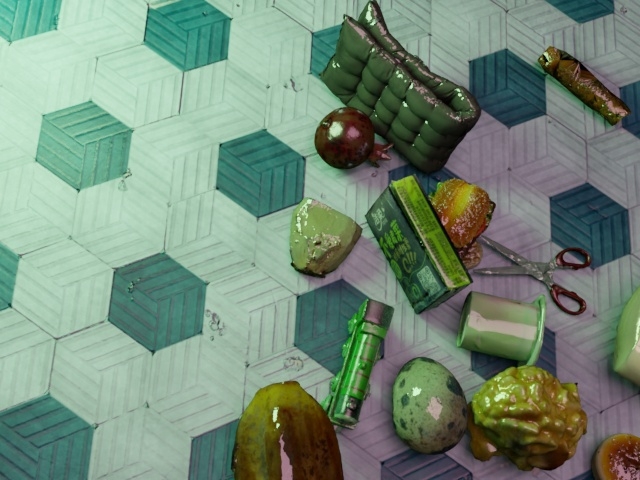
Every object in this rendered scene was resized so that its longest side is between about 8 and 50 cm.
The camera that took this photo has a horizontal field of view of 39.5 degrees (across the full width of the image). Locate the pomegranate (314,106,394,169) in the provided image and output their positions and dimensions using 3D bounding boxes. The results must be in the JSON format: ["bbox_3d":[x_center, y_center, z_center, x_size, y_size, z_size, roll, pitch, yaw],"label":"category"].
[{"bbox_3d":[0.065,-0.191,1.783,0.159,0.129,0.129,38,70,-5],"label":"pomegranate"}]

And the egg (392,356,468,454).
[{"bbox_3d":[0.196,0.300,1.629,0.141,0.141,0.181,-4,64,-11],"label":"egg"}]

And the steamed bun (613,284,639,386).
[{"bbox_3d":[0.680,0.183,1.744,0.200,0.155,0.250,26,74,3],"label":"steamed bun"}]

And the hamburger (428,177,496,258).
[{"bbox_3d":[0.265,-0.051,1.773,0.137,0.087,0.166,26,62,19],"label":"hamburger"}]

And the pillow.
[{"bbox_3d":[0.152,-0.294,1.773,0.326,0.228,0.101,45,65,8],"label":"pillow"}]

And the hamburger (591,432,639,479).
[{"bbox_3d":[0.584,0.433,1.682,0.127,0.081,0.141,-30,78,-18],"label":"hamburger"}]

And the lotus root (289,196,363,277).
[{"bbox_3d":[0.002,-0.001,1.733,0.143,0.070,0.144,21,70,-2],"label":"lotus root"}]

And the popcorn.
[{"bbox_3d":[0.372,0.321,1.625,0.218,0.189,0.169,38,48,-16],"label":"popcorn"}]

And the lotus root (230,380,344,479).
[{"bbox_3d":[-0.062,0.392,1.545,0.193,0.193,0.290,-6,81,-12],"label":"lotus root"}]

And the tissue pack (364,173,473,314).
[{"bbox_3d":[0.183,0.012,1.706,0.073,0.173,0.235,-21,76,-22],"label":"tissue pack"}]

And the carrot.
[{"bbox_3d":[0.575,-0.337,1.948,0.229,0.069,0.069,41,70,3],"label":"carrot"}]

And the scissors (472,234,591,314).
[{"bbox_3d":[0.430,0.057,1.807,0.248,0.017,0.144,16,70,-8],"label":"scissors"}]

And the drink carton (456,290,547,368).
[{"bbox_3d":[0.342,0.165,1.704,0.143,0.144,0.146,14,70,1],"label":"drink carton"}]

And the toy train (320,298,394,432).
[{"bbox_3d":[0.070,0.231,1.643,0.085,0.119,0.251,19,68,-4],"label":"toy train"}]

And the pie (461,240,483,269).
[{"bbox_3d":[0.289,0.020,1.802,0.085,0.020,0.084,3,71,-8],"label":"pie"}]
